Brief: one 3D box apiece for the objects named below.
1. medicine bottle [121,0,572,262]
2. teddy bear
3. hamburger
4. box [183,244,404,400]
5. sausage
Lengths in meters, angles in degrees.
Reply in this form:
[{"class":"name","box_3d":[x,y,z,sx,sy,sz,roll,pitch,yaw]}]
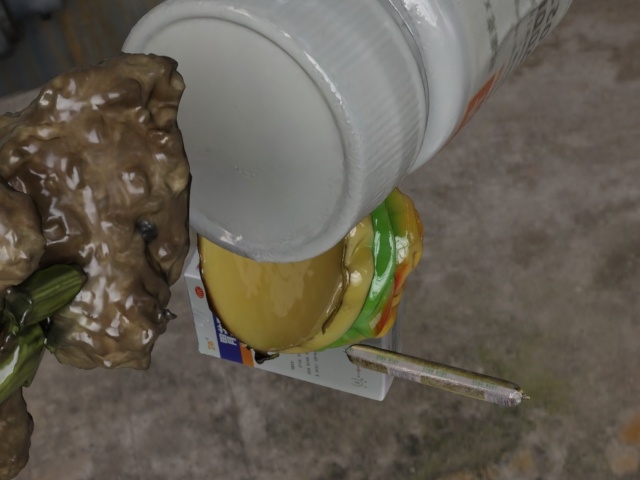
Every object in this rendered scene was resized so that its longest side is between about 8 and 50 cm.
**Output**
[{"class":"medicine bottle","box_3d":[0.036,-0.159,0.878,0.211,0.211,0.371,14,39,28]},{"class":"teddy bear","box_3d":[-0.162,0.062,0.553,0.223,0.246,0.296,-3,52,-12]},{"class":"hamburger","box_3d":[0.000,0.000,1.161,0.149,0.237,0.237,-1,26,-45]},{"class":"box","box_3d":[-0.034,0.106,1.722,0.300,0.200,0.106,13,52,13]},{"class":"sausage","box_3d":[0.143,0.171,1.520,0.269,0.032,0.033,12,47,30]}]
